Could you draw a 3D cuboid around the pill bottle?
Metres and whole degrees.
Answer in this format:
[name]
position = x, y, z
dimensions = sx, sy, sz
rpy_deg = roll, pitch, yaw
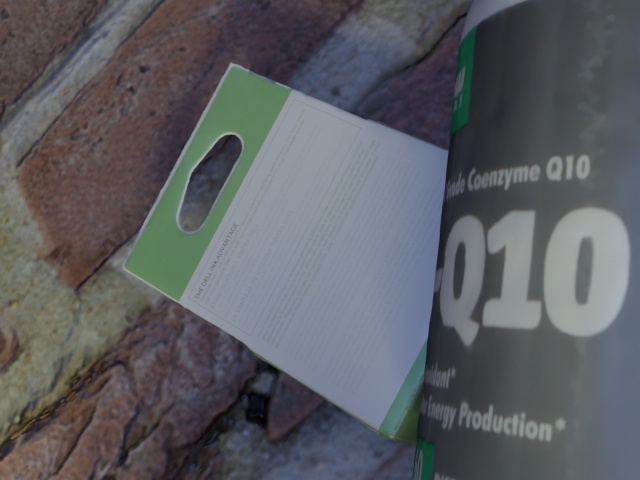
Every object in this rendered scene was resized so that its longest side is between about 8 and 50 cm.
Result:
[pill bottle]
position = 0.159, -0.016, 0.399
dimensions = 0.204, 0.204, 0.361
rpy_deg = 3, 81, 26

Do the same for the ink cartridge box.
[ink cartridge box]
position = 0.000, 0.000, 0.568
dimensions = 0.235, 0.056, 0.171
rpy_deg = 27, 88, 31
